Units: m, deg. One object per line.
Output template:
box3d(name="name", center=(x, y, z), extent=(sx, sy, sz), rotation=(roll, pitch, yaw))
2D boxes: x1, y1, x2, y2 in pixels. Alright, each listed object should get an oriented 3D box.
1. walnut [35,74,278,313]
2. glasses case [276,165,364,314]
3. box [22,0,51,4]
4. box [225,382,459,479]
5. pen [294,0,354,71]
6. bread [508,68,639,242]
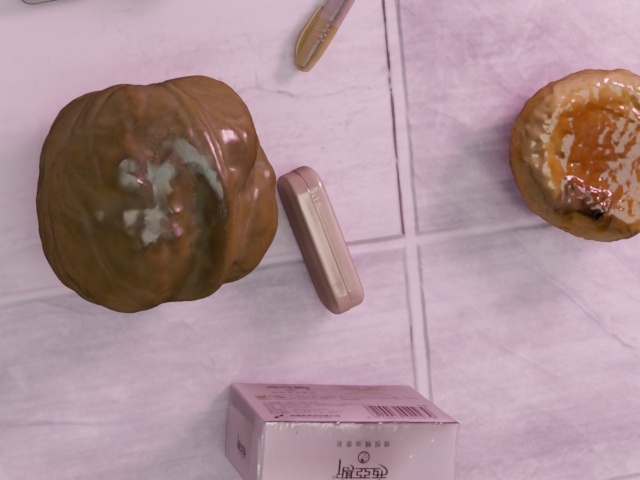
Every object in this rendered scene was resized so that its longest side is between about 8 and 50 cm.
box3d(name="walnut", center=(-0.191, -0.058, 1.689), extent=(0.253, 0.282, 0.277), rotation=(0, 109, 23))
box3d(name="glasses case", center=(0.000, 0.000, 1.839), extent=(0.050, 0.083, 0.196), rotation=(-24, 106, -11))
box3d(name="box", center=(-0.311, -0.339, 1.725), extent=(0.126, 0.031, 0.091), rotation=(-14, 102, -13))
box3d(name="box", center=(0.024, 0.255, 1.827), extent=(0.260, 0.194, 0.111), rotation=(1, 98, -15))
box3d(name="pen", center=(0.029, -0.320, 1.828), extent=(0.040, 0.032, 0.233), rotation=(30, 88, 5))
box3d(name="bread", center=(0.363, -0.114, 1.902), extent=(0.244, 0.134, 0.244), rotation=(-2, 101, -13))
